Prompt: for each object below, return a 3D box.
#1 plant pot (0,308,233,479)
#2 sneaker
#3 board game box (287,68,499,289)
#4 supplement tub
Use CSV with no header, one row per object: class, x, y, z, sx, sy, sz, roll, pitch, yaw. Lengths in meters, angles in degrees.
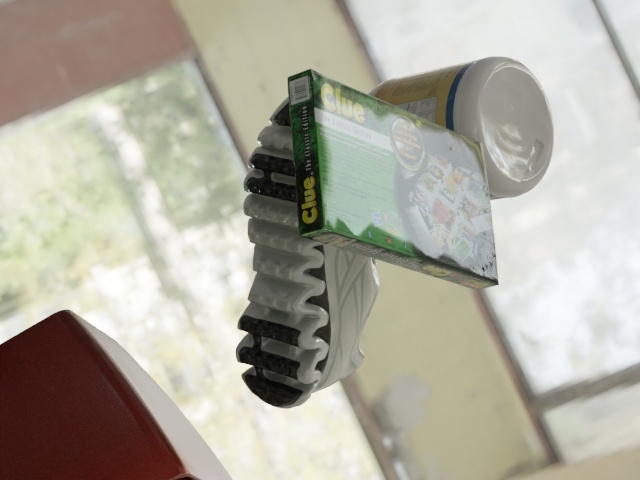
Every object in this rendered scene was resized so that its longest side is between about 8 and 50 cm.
plant pot,-0.273,0.230,1.888,0.267,0.236,0.267,-31,161,2
sneaker,0.000,0.000,1.569,0.110,0.292,0.118,22,-158,40
board game box,0.065,-0.045,1.482,0.030,0.136,0.260,-14,161,35
supplement tub,0.126,-0.106,1.839,0.200,0.144,0.144,-9,-167,45
